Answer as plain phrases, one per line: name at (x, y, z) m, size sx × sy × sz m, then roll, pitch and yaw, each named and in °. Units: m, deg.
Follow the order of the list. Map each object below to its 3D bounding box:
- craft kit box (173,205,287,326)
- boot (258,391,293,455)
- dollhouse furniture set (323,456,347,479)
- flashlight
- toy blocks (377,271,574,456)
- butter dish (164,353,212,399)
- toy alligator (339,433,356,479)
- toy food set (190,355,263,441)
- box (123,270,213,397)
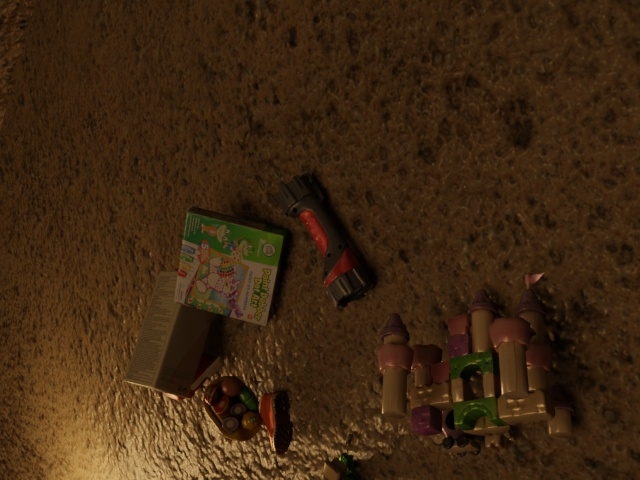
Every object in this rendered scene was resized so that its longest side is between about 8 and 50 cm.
craft kit box at (-0.223, 0.065, 1.719) m, size 0.247 × 0.061 × 0.250 m, roll 13°, pitch 110°, yaw 2°
boot at (-0.118, 0.463, 1.778) m, size 0.084 × 0.059 × 0.158 m, roll -10°, pitch 82°, yaw 47°
dollhouse furniture set at (0.061, 0.709, 1.504) m, size 0.303 × 0.174 × 0.355 m, roll 34°, pitch 135°, yaw 34°
flashlight at (0.000, 0.000, 1.550) m, size 0.304 × 0.103 × 0.103 m, roll 57°, pitch 133°, yaw 19°
toy blocks at (0.288, 0.212, 1.270) m, size 0.288 × 0.309 × 0.260 m, roll -19°, pitch 51°, yaw 32°
butter dish at (-0.390, 0.396, 1.978) m, size 0.160 × 0.160 × 0.118 m, roll 11°, pitch 128°, yaw 42°
toy alligator at (0.060, 0.535, 1.617) m, size 0.051 × 0.056 × 0.189 m, roll 33°, pitch 119°, yaw 35°
toy food set at (-0.229, 0.412, 1.793) m, size 0.218 × 0.128 × 0.071 m, roll 51°, pitch 153°, yaw 3°
box at (-0.388, 0.244, 1.853) m, size 0.148 × 0.121 × 0.311 m, roll 1°, pitch 68°, yaw 43°
